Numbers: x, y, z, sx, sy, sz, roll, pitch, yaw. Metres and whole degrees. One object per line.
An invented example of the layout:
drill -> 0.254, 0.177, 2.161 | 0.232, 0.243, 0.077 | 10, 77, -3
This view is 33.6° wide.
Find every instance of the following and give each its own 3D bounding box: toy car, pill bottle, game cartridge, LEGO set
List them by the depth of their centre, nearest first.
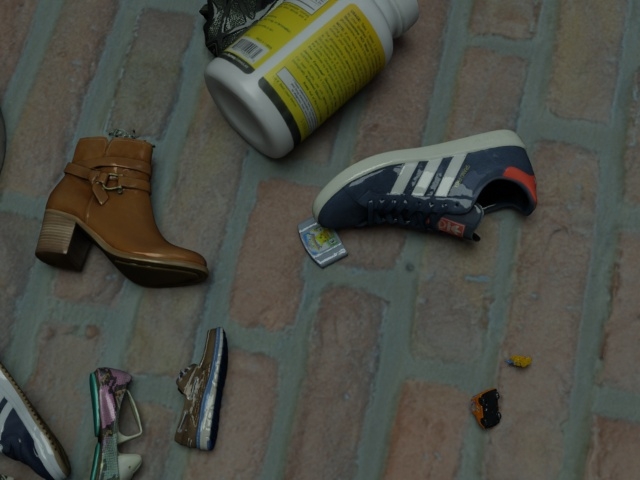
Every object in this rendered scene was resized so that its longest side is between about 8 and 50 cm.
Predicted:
toy car -> 0.264, 0.222, 1.560 | 0.122, 0.060, 0.040 | -36, 25, -28
game cartridge -> 0.000, 0.000, 1.665 | 0.056, 0.017, 0.083 | -29, 69, -4
pill bottle -> -0.007, -0.302, 1.695 | 0.334, 0.188, 0.188 | -42, 72, -13
LEGO set -> -0.313, -0.164, 1.743 | 0.083, 0.023, 0.054 | 7, 69, 6

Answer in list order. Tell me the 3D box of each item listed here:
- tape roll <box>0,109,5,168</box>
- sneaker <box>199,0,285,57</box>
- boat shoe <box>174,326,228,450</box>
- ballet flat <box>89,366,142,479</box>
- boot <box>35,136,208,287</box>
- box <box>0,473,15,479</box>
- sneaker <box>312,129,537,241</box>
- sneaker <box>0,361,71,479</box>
tape roll -> -0.712, -0.157, 1.735 | 0.391, 0.072, 0.392 | -1, 69, 2
sneaker -> -0.118, -0.402, 1.795 | 0.130, 0.087, 0.227 | 36, 80, 9
boat shoe -> -0.178, 0.213, 1.561 | 0.066, 0.066, 0.183 | 5, 68, 7
ballet flat -> -0.298, 0.292, 1.539 | 0.079, 0.077, 0.222 | 4, 67, -16
boot -> -0.290, -0.048, 1.665 | 0.283, 0.109, 0.220 | 8, 64, 14
box -> -0.569, 0.370, 1.490 | 0.275, 0.094, 0.113 | 11, 46, 6
sneaker -> 0.167, -0.057, 1.615 | 0.349, 0.131, 0.148 | -17, 64, -4
sneaker -> -0.489, 0.274, 1.534 | 0.153, 0.099, 0.282 | -37, 64, -16
